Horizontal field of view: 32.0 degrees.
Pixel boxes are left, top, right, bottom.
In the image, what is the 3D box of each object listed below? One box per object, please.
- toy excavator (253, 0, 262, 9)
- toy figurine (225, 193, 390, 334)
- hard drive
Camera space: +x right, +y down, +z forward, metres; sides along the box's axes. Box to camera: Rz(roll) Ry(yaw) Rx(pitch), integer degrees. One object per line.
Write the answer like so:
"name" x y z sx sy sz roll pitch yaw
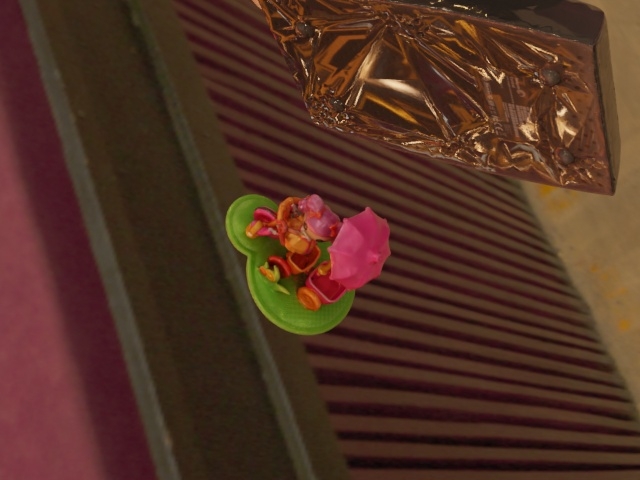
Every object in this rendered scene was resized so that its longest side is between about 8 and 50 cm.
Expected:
"toy excavator" 0.084 -0.532 1.467 0.222 0.433 0.445 160 100 -71
"toy figurine" 0.000 0.000 1.131 0.173 0.130 0.159 49 148 -5
"hard drive" 0.088 -0.121 0.793 0.255 0.172 0.054 17 63 30
